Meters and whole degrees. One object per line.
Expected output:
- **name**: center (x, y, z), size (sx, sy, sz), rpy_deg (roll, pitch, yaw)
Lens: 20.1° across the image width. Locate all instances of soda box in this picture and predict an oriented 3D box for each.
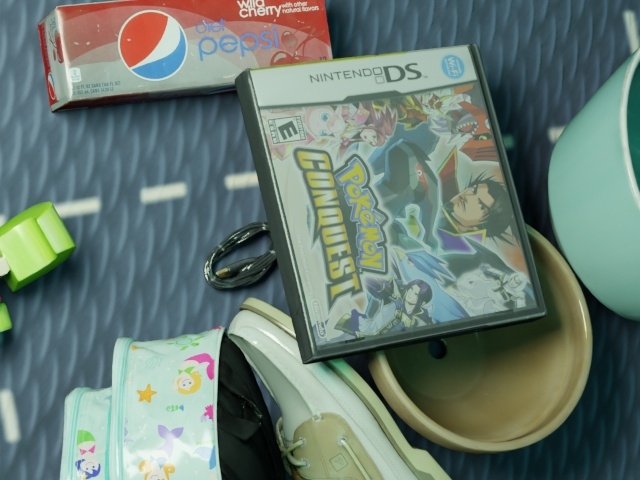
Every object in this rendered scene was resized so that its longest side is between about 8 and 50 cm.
- **soda box**: center (-0.125, -0.182, 1.697), size (0.263, 0.083, 0.092), rpy_deg (-8, 89, -21)

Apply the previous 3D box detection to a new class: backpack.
- **backpack**: center (-0.123, 0.200, 1.554), size (0.191, 0.253, 0.225), rpy_deg (-2, 52, 2)

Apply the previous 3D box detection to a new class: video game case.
- **video game case**: center (0.067, -0.040, 1.673), size (0.248, 0.035, 0.275), rpy_deg (-9, 79, -26)

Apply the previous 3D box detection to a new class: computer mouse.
- **computer mouse**: center (0.000, 0.000, 1.757), size (0.242, 0.041, 0.071), rpy_deg (-13, 91, -14)

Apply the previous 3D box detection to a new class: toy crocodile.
- **toy crocodile**: center (-0.378, 0.052, 1.570), size (0.340, 0.105, 0.115), rpy_deg (-17, 91, -20)

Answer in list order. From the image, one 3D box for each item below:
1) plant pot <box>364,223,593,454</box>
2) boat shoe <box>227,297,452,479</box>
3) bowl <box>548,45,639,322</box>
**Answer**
- **plant pot**: center (0.134, 0.093, 1.744), size (0.237, 0.110, 0.237), rpy_deg (6, 73, -22)
- **boat shoe**: center (0.011, 0.187, 1.698), size (0.103, 0.113, 0.302), rpy_deg (-45, 97, -13)
- **bowl**: center (0.344, -0.038, 1.786), size (0.311, 0.163, 0.311), rpy_deg (18, 61, -36)
